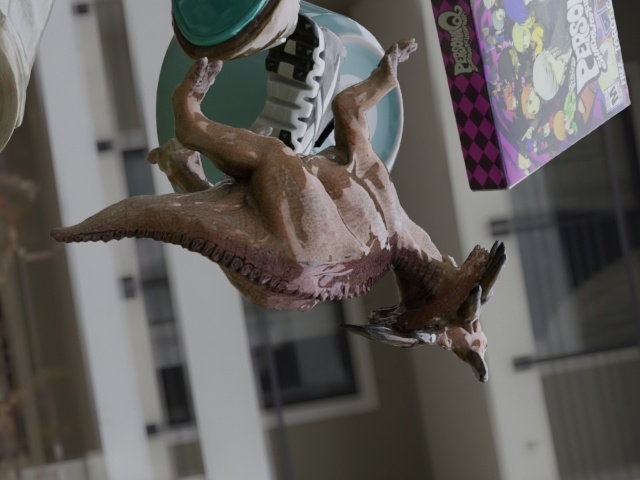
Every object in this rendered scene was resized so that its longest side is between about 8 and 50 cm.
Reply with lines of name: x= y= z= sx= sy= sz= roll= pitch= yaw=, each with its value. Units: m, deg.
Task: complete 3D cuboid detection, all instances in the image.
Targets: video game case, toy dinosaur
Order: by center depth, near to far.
toy dinosaur: x=0.000 y=0.000 z=1.152 sx=0.127 sy=0.295 sz=0.200 roll=-42 pitch=-115 yaw=43
video game case: x=0.159 y=-0.181 z=1.506 sx=0.042 sy=0.210 sz=0.232 roll=0 pitch=-69 yaw=37

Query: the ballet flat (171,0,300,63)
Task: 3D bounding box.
ballet flat: x=-0.069 y=-0.244 z=1.701 sx=0.124 sy=0.116 sz=0.342 roll=64 pitch=12 yaw=-45

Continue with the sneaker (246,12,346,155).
sneaker: x=-0.025 y=-0.118 z=2.039 sx=0.078 sy=0.106 sz=0.234 roll=23 pitch=-79 yaw=34

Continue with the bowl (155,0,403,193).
bowl: x=-0.022 y=-0.144 z=2.235 sx=0.163 sy=0.311 sz=0.311 roll=-1 pitch=-81 yaw=44

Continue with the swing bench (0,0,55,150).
swing bench: x=-0.341 y=-0.243 z=1.679 sx=0.253 sy=0.254 sz=0.165 roll=-83 pitch=-161 yaw=-45
